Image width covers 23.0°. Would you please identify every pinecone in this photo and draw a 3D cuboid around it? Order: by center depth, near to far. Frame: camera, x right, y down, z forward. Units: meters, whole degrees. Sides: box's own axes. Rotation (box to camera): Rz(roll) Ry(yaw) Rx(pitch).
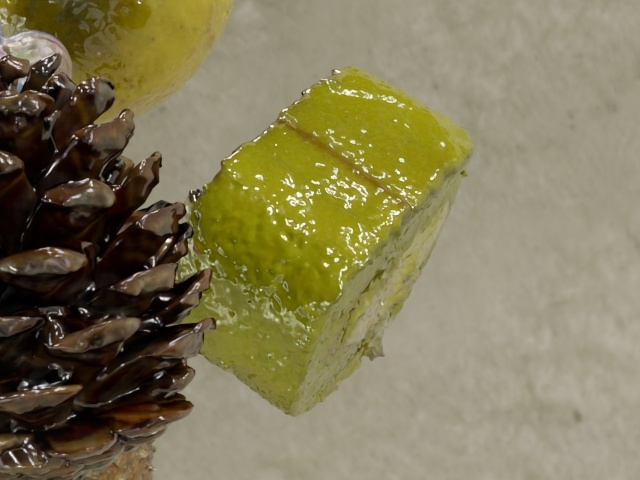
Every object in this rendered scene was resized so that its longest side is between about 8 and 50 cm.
[{"bbox_3d":[-0.172,0.028,0.891,0.224,0.224,0.273,-3,95,13],"label":"pinecone"}]

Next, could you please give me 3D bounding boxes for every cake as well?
[{"bbox_3d":[0.000,0.000,1.147,0.156,0.179,0.260,35,42,13],"label":"cake"}]

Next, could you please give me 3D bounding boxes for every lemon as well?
[{"bbox_3d":[-0.207,-0.242,1.456,0.310,0.253,0.253,-43,56,13],"label":"lemon"}]

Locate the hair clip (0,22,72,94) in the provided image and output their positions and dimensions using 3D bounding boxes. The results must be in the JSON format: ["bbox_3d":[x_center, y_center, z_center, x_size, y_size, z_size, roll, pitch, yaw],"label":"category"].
[{"bbox_3d":[-0.278,-0.148,1.276,0.137,0.090,0.278,-28,92,-35],"label":"hair clip"}]

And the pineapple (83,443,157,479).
[{"bbox_3d":[-0.244,0.279,1.734,0.157,0.279,0.158,-10,18,3],"label":"pineapple"}]
